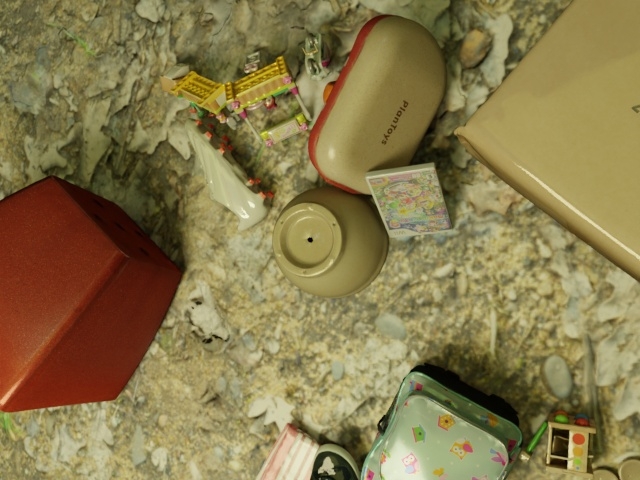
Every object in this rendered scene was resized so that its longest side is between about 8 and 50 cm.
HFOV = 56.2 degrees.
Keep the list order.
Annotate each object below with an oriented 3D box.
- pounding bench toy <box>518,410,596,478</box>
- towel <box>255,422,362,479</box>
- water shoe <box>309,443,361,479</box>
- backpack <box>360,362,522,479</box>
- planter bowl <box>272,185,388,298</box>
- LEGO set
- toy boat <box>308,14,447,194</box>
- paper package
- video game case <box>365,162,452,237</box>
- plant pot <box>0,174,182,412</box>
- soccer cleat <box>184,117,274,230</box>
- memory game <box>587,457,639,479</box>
[{"bbox_3d":[0.285,0.240,0.726,0.083,0.052,0.065,3,89,21],"label":"pounding bench toy"},{"bbox_3d":[0.003,0.368,0.845,0.197,0.029,0.144,29,99,17],"label":"towel"},{"bbox_3d":[0.011,0.374,0.783,0.073,0.080,0.203,1,89,18],"label":"water shoe"},{"bbox_3d":[0.141,0.270,0.734,0.166,0.144,0.188,27,100,14],"label":"backpack"},{"bbox_3d":[0.000,0.000,0.814,0.162,0.109,0.162,-1,87,21],"label":"planter bowl"},{"bbox_3d":[-0.114,-0.207,0.892,0.287,0.107,0.132,-5,51,25],"label":"LEGO set"},{"bbox_3d":[0.058,-0.185,0.800,0.151,0.151,0.231,37,102,48],"label":"toy boat"},{"bbox_3d":[0.377,-0.127,0.645,0.325,0.168,0.309,43,103,18],"label":"paper package"},{"bbox_3d":[0.116,-0.049,0.774,0.087,0.122,0.011,-6,50,20],"label":"video game case"},{"bbox_3d":[-0.373,0.063,0.887,0.267,0.267,0.235,43,91,17],"label":"plant pot"},{"bbox_3d":[-0.152,-0.102,0.901,0.076,0.068,0.196,-44,77,17],"label":"soccer cleat"},{"bbox_3d":[0.386,0.349,0.705,0.186,0.012,0.186,-1,88,21],"label":"memory game"}]
